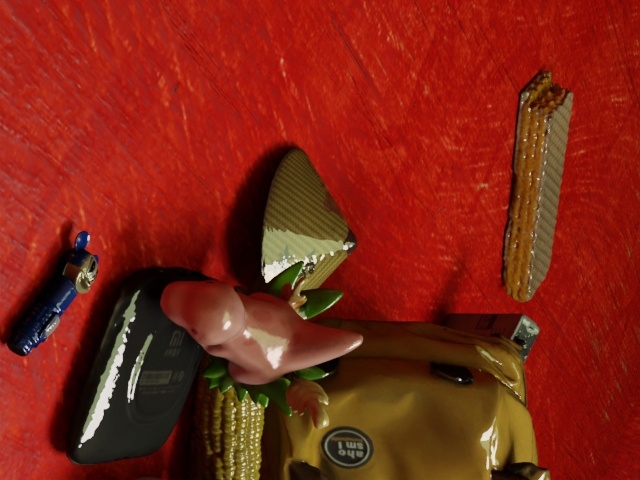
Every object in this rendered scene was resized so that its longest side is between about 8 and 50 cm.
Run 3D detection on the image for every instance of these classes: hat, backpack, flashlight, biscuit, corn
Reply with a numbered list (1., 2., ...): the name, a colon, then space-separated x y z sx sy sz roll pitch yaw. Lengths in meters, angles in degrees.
1. hat: 0.000 0.000 1.784 0.193 0.082 0.193 8 90 -74
2. backpack: 0.090 0.256 1.911 0.201 0.354 0.378 -78 163 -49
3. flashlight: -0.226 0.050 1.443 0.121 0.035 0.057 -57 155 -28
4. biscuit: 0.326 -0.075 2.528 0.094 0.054 0.378 -46 147 -44
5. corn: -0.098 0.202 1.790 0.086 0.086 0.288 -32 135 -55

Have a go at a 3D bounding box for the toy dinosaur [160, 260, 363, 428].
1. toy dinosaur: -0.053 0.075 1.609 0.177 0.194 0.152 122 -8 -78

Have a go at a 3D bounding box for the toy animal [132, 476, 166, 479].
1. toy animal: -0.122 0.330 1.660 0.221 0.230 0.210 28 77 -65

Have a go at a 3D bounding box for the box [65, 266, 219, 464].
1. box: -0.166 0.123 1.626 0.212 0.042 0.201 12 96 -68

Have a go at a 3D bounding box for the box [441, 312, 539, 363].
1. box: 0.188 0.225 2.324 0.045 0.211 0.270 37 69 -25
